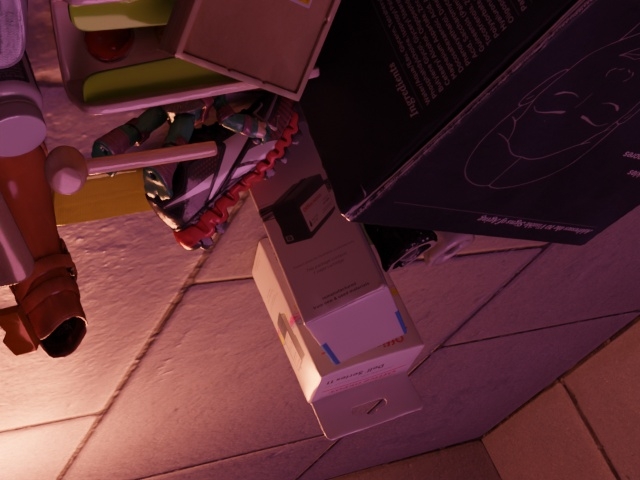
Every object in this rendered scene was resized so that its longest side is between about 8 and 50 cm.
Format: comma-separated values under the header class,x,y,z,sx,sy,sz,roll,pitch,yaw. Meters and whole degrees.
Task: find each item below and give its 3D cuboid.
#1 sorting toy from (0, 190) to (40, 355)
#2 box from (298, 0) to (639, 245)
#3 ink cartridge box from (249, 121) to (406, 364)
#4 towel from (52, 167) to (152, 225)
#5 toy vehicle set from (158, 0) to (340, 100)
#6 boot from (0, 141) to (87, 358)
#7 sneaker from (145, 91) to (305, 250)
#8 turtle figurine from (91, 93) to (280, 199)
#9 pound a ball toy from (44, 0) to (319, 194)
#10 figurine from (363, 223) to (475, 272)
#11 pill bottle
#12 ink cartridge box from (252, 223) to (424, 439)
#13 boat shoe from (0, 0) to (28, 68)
class,x,y,z,sx,sy,sz,roll,pitch,yaw
sorting toy,-0.459,0.016,1.110,0.229,0.041,0.307,-14,119,5
box,0.294,-0.244,1.148,0.479,0.297,0.472,5,143,-41
ink cartridge box,0.000,0.000,1.405,0.129,0.308,0.223,-25,155,3
towel,-0.264,-0.077,1.353,0.237,0.021,0.102,-12,146,-25
toy vehicle set,-0.041,-0.289,0.958,0.166,0.035,0.267,14,103,-42
boot,-0.363,0.009,1.183,0.109,0.220,0.283,-15,153,-24
sneaker,-0.131,-0.121,1.282,0.135,0.097,0.276,40,94,-24
turtle figurine,-0.163,-0.157,1.167,0.234,0.175,0.118,-50,140,-34
pound a ball toy,-0.167,-0.190,1.051,0.319,0.135,0.208,-15,117,-23
figurine,0.128,-0.065,1.499,0.092,0.209,0.215,-40,160,30
pill bottle,-0.336,-0.160,0.988,0.078,0.137,0.078,-20,154,-11
ink cartridge box,0.040,0.146,1.662,0.207,0.354,0.119,-15,153,-22
boat shoe,-0.308,-0.273,0.879,0.083,0.076,0.226,1,131,-24
